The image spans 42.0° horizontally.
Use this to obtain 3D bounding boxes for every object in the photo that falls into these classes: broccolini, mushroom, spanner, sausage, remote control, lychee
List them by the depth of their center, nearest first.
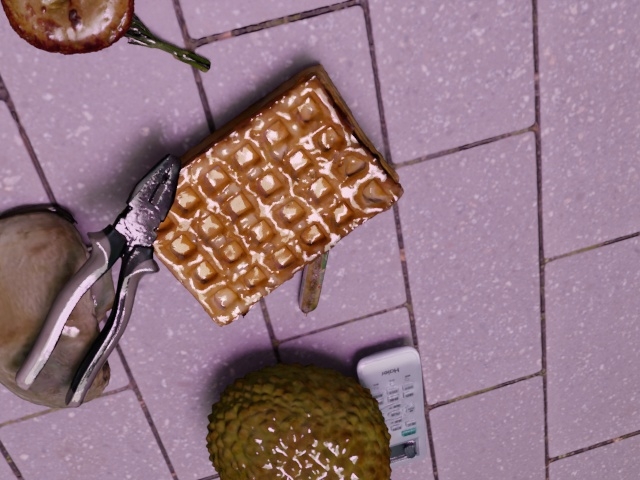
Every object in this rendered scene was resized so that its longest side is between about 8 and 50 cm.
[{"bbox_3d":[-0.190,-0.237,0.977,0.140,0.030,0.035,19,80,-31],"label":"broccolini"},{"bbox_3d":[-0.246,0.044,0.983,0.096,0.040,0.324,28,91,-26],"label":"spanner"},{"bbox_3d":[-0.362,0.106,1.069,0.190,0.164,0.267,0,123,-17],"label":"mushroom"},{"bbox_3d":[0.000,0.000,1.182,0.033,0.033,0.269,1,122,-17],"label":"sausage"},{"bbox_3d":[-0.020,0.318,1.253,0.320,0.270,0.270,11,120,-29],"label":"lychee"},{"bbox_3d":[0.121,0.285,1.400,0.103,0.051,0.293,-14,129,-6],"label":"remote control"}]

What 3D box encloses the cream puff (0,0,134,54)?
[{"bbox_3d":[-0.267,-0.271,0.886,0.149,0.084,0.149,-2,105,-8],"label":"cream puff"}]

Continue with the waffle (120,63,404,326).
[{"bbox_3d":[-0.068,-0.056,1.066,0.308,0.091,0.213,-35,112,9],"label":"waffle"}]
